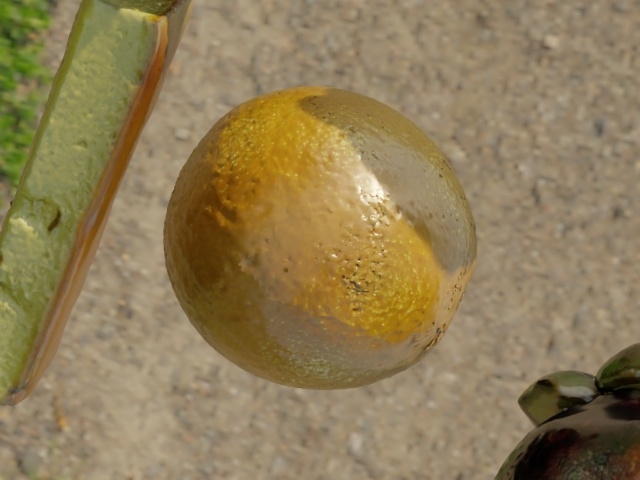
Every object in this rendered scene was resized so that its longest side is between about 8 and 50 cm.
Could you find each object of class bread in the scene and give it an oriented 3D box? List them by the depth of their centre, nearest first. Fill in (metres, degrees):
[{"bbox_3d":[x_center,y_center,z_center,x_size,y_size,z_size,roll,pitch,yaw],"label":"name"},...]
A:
[{"bbox_3d":[-0.198,-0.041,1.430,0.138,0.077,0.361,-74,-172,-67],"label":"bread"}]

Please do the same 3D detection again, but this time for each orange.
[{"bbox_3d":[0.000,0.000,1.575,0.274,0.274,0.274,-20,117,-45],"label":"orange"}]

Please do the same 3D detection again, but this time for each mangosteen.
[{"bbox_3d":[0.277,0.240,1.483,0.311,0.311,0.311,-20,117,-45],"label":"mangosteen"}]
